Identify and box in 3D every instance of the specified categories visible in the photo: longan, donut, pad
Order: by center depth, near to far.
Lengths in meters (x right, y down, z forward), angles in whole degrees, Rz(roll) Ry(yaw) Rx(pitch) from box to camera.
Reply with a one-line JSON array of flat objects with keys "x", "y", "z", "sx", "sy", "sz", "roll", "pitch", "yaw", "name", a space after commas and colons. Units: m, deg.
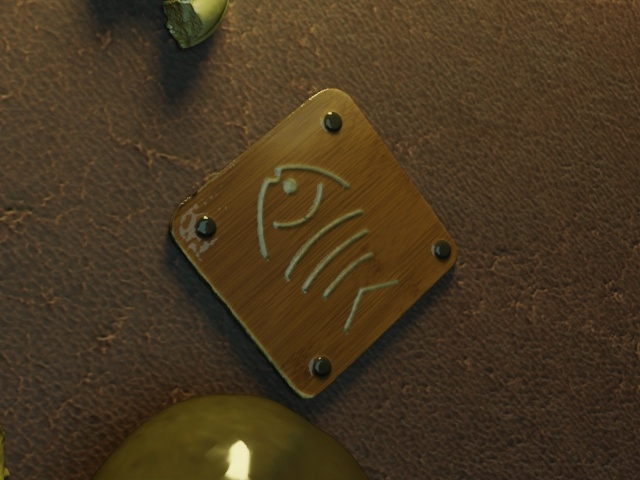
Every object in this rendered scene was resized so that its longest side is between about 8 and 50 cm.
[{"x": -0.099, "y": 0.337, "z": 0.924, "sx": 0.360, "sy": 0.361, "sz": 0.361, "roll": 0, "pitch": 89, "yaw": -23, "name": "longan"}, {"x": -0.153, "y": -0.308, "z": 1.034, "sx": 0.108, "sy": 0.065, "sz": 0.166, "roll": -40, "pitch": 104, "yaw": -19, "name": "donut"}, {"x": 0.000, "y": 0.000, "z": 1.124, "sx": 0.286, "sy": 0.018, "sz": 0.284, "roll": -42, "pitch": 104, "yaw": -19, "name": "pad"}]

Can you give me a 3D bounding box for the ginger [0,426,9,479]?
[{"x": -0.397, "y": 0.285, "z": 0.892, "sx": 0.152, "sy": 0.138, "sz": 0.267, "roll": 48, "pitch": 68, "yaw": -21, "name": "ginger"}]
